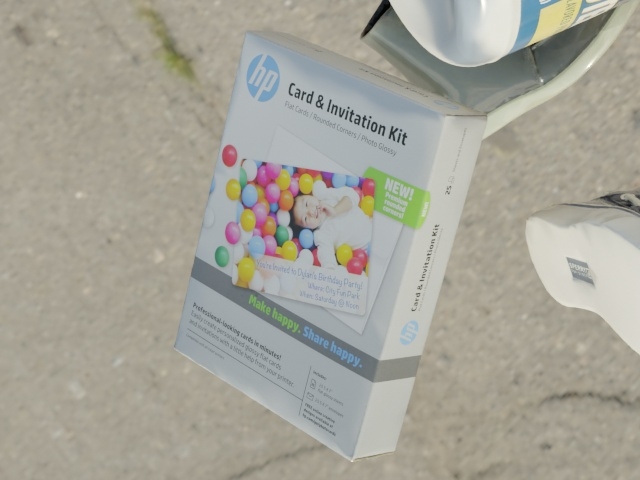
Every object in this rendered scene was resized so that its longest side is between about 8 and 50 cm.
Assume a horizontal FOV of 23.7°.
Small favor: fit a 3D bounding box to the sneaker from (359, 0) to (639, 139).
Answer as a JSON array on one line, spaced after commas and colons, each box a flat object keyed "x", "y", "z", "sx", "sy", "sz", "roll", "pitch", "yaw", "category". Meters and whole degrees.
[{"x": 0.116, "y": -0.151, "z": 1.006, "sx": 0.118, "sy": 0.083, "sz": 0.222, "roll": 36, "pitch": 142, "yaw": -12, "category": "sneaker"}]

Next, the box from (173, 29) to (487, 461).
[{"x": 0.000, "y": 0.000, "z": 0.797, "sx": 0.145, "sy": 0.038, "sz": 0.186, "roll": 28, "pitch": 110, "yaw": 38, "category": "box"}]

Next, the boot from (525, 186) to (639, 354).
[{"x": 0.166, "y": 0.003, "z": 0.715, "sx": 0.190, "sy": 0.086, "sz": 0.069, "roll": -137, "pitch": 28, "yaw": -74, "category": "boot"}]

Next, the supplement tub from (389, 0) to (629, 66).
[{"x": 0.121, "y": -0.178, "z": 0.683, "sx": 0.144, "sy": 0.199, "sz": 0.144, "roll": 62, "pitch": 170, "yaw": 20, "category": "supplement tub"}]
